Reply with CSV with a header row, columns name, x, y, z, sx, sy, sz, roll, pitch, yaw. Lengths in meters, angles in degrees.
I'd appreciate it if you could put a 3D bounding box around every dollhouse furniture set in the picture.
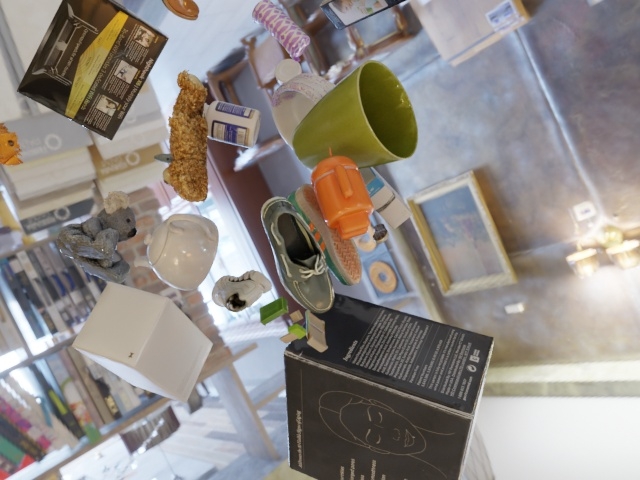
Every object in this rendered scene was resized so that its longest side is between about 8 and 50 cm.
name,x,y,z,sx,sy,sz,roll,pitch,yaw
dollhouse furniture set,-0.052,0.174,1.121,0.059,0.152,0.076,-31,-137,20

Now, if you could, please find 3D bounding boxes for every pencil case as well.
name,x,y,z,sx,sy,sz,roll,pitch,yaw
pencil case,-0.126,-0.654,1.727,0.086,0.206,0.088,-29,160,-46

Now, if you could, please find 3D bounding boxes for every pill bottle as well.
name,x,y,z,sx,sy,sz,roll,pitch,yaw
pill bottle,-0.274,-0.340,1.606,0.187,0.111,0.112,14,-177,-2
pill bottle,-0.119,-0.642,2.285,0.108,0.108,0.193,-26,161,-3

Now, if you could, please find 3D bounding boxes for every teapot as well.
name,x,y,z,sx,sy,sz,roll,pitch,yaw
teapot,-0.432,0.019,1.672,0.255,0.187,0.252,-64,-149,6

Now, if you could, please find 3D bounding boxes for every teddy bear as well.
name,x,y,z,sx,sy,sz,roll,pitch,yaw
teddy bear,-0.350,-0.267,1.441,0.113,0.337,0.245,0,-166,-15

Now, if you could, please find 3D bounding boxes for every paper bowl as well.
name,x,y,z,sx,sy,sz,roll,pitch,yaw
paper bowl,-0.012,-0.409,1.824,0.148,0.284,0.284,-42,-169,-31

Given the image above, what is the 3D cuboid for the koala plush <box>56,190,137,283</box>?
name,x,y,z,sx,sy,sz,roll,pitch,yaw
koala plush,-0.621,-0.027,1.622,0.196,0.204,0.221,94,18,-51

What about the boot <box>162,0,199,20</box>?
name,x,y,z,sx,sy,sz,roll,pitch,yaw
boot,-0.275,-0.537,1.106,0.152,0.073,0.197,-43,155,17

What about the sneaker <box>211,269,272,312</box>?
name,x,y,z,sx,sy,sz,roll,pitch,yaw
sneaker,-0.279,0.176,1.780,0.292,0.110,0.118,-21,-152,50

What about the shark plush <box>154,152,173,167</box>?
name,x,y,z,sx,sy,sz,roll,pitch,yaw
shark plush,-0.556,-0.296,2.096,0.161,0.073,0.067,30,-164,38

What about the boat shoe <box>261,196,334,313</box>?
name,x,y,z,sx,sy,sz,roll,pitch,yaw
boat shoe,-0.046,0.050,1.315,0.116,0.319,0.099,-27,-159,-11

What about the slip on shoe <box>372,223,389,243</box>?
name,x,y,z,sx,sy,sz,roll,pitch,yaw
slip on shoe,0.186,-0.012,1.709,0.052,0.041,0.135,-18,-162,6

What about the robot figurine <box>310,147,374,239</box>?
name,x,y,z,sx,sy,sz,roll,pitch,yaw
robot figurine,0.050,-0.114,1.371,0.128,0.219,0.158,-29,161,28

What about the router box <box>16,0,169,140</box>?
name,x,y,z,sx,sy,sz,roll,pitch,yaw
router box,-0.560,-0.443,1.387,0.308,0.243,0.081,-55,-154,12

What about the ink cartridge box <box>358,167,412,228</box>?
name,x,y,z,sx,sy,sz,roll,pitch,yaw
ink cartridge box,0.187,-0.145,1.753,0.082,0.191,0.139,-40,-150,12

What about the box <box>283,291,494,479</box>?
name,x,y,z,sx,sy,sz,roll,pitch,yaw
box,0.174,0.453,1.513,0.472,0.479,0.297,14,-144,19

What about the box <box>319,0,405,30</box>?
name,x,y,z,sx,sy,sz,roll,pitch,yaw
box,0.142,-0.641,1.376,0.290,0.087,0.169,6,-121,57

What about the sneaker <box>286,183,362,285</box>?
name,x,y,z,sx,sy,sz,roll,pitch,yaw
sneaker,0.000,0.000,1.513,0.121,0.302,0.108,-34,173,37

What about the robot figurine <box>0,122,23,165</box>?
name,x,y,z,sx,sy,sz,roll,pitch,yaw
robot figurine,-0.729,-0.157,1.041,0.291,0.084,0.211,-21,-151,-30

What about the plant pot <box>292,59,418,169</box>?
name,x,y,z,sx,sy,sz,roll,pitch,yaw
plant pot,0.072,-0.308,1.546,0.294,0.274,0.275,-18,-173,38

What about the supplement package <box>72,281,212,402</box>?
name,x,y,z,sx,sy,sz,roll,pitch,yaw
supplement package,-0.421,0.255,1.371,0.178,0.293,0.175,12,-117,19
